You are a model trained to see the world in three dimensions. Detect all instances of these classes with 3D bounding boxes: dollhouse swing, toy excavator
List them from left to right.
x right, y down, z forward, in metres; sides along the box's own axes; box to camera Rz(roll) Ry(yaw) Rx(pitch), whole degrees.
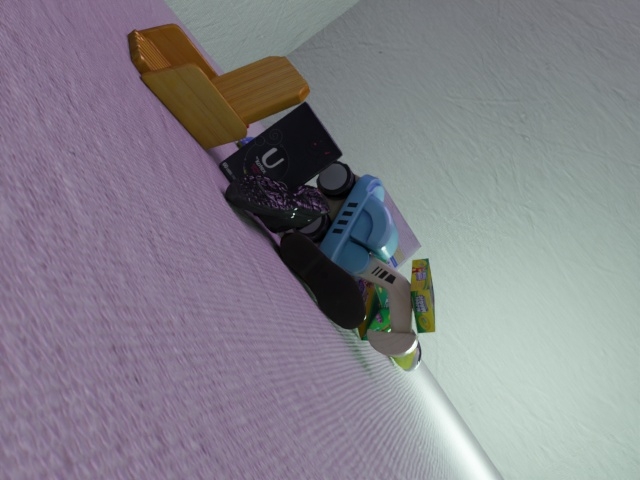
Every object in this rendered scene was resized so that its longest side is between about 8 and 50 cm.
[{"bbox_3d":[-0.253,-0.451,1.253,0.315,0.305,0.346,51,8,-42],"label":"dollhouse swing"},{"bbox_3d":[0.135,0.046,1.386,0.445,0.432,0.222,26,-7,23],"label":"toy excavator"}]

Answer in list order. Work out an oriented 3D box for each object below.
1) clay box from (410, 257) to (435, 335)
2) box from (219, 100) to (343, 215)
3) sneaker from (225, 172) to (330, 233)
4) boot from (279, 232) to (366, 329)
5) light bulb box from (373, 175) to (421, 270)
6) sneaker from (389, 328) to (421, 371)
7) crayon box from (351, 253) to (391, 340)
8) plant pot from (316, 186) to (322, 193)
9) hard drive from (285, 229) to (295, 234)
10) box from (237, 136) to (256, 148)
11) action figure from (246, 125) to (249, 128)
[{"bbox_3d":[0.274,0.150,1.317,0.222,0.053,0.127,-65,144,-65],"label":"clay box"},{"bbox_3d":[-0.097,-0.207,1.276,0.165,0.270,0.143,54,5,-6],"label":"box"},{"bbox_3d":[-0.108,-0.071,1.166,0.286,0.130,0.109,11,46,-44],"label":"sneaker"},{"bbox_3d":[0.007,0.096,1.267,0.305,0.112,0.115,52,-5,-13],"label":"boot"},{"bbox_3d":[0.170,-0.024,1.961,0.357,0.225,0.361,58,35,0],"label":"light bulb box"},{"bbox_3d":[0.255,0.343,1.925,0.147,0.145,0.384,9,39,-38],"label":"sneaker"},{"bbox_3d":[0.160,0.158,1.570,0.081,0.165,0.278,6,42,-20],"label":"crayon box"},{"bbox_3d":[0.034,-0.126,2.324,0.290,0.203,0.291,53,5,-7],"label":"plant pot"},{"bbox_3d":[-0.011,0.082,1.484,0.203,0.040,0.307,49,8,-49],"label":"hard drive"},{"bbox_3d":[-0.226,-0.337,1.842,0.178,0.042,0.109,-11,59,-47],"label":"box"},{"bbox_3d":[-0.317,-0.430,1.685,0.139,0.091,0.280,47,1,28],"label":"action figure"}]
